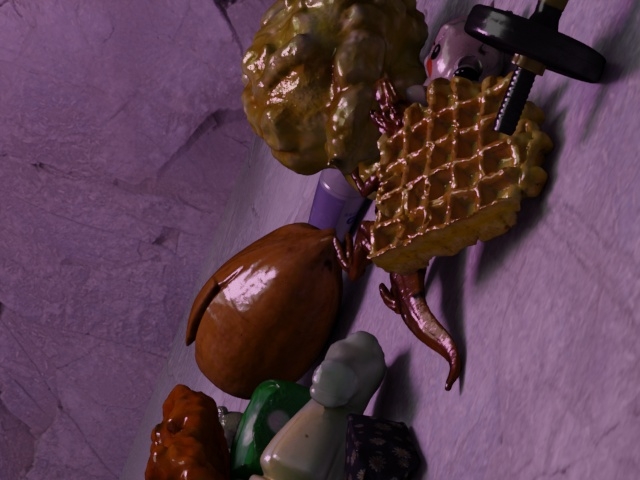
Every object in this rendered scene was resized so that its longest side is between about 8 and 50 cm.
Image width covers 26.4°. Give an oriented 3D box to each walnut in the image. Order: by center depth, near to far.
[{"bbox_3d":[-0.064,0.094,2.007,0.336,0.209,0.209,-50,21,34],"label":"walnut"}]

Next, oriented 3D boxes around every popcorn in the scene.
[{"bbox_3d":[0.019,-0.228,1.933,0.335,0.279,0.274,-58,-37,-27],"label":"popcorn"}]

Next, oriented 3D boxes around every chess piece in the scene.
[{"bbox_3d":[-0.004,0.241,1.595,0.298,0.175,0.176,-65,10,-12],"label":"chess piece"}]

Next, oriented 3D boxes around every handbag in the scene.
[{"bbox_3d":[0.058,0.271,1.489,0.115,0.072,0.139,-110,28,-73],"label":"handbag"}]

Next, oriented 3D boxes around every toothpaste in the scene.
[{"bbox_3d":[0.000,0.000,2.167,0.125,0.080,0.371,-85,13,-49],"label":"toothpaste"}]

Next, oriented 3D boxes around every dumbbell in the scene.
[{"bbox_3d":[0.234,-0.257,1.322,0.143,0.143,0.325,-131,61,-77],"label":"dumbbell"}]

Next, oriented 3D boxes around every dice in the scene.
[{"bbox_3d":[-0.046,0.267,1.813,0.128,0.120,0.131,128,161,-61],"label":"dice"}]

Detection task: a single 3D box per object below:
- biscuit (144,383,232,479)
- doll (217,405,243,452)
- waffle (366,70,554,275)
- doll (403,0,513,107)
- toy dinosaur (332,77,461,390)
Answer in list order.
[{"bbox_3d":[-0.157,0.372,1.885,0.312,0.110,0.318,-100,-8,-69],"label":"biscuit"},{"bbox_3d":[-0.132,0.346,2.238,0.115,0.077,0.150,66,-167,-47],"label":"doll"},{"bbox_3d":[0.152,-0.094,1.465,0.229,0.057,0.219,-25,47,39],"label":"waffle"},{"bbox_3d":[0.163,-0.199,1.662,0.149,0.095,0.192,-53,-1,-33],"label":"doll"},{"bbox_3d":[0.097,0.020,1.603,0.208,0.097,0.432,122,144,-53],"label":"toy dinosaur"}]
